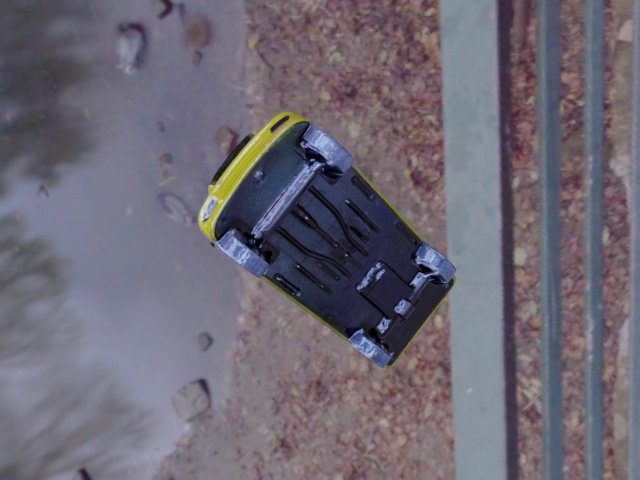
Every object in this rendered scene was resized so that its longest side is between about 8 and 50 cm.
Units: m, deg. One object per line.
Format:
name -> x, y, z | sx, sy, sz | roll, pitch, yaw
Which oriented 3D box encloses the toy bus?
toy bus -> 0.000, 0.000, 0.838 | 0.145, 0.331, 0.151 | -51, 44, -3
